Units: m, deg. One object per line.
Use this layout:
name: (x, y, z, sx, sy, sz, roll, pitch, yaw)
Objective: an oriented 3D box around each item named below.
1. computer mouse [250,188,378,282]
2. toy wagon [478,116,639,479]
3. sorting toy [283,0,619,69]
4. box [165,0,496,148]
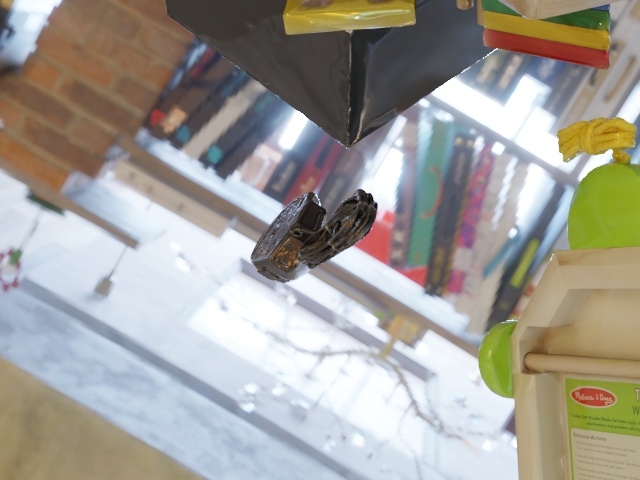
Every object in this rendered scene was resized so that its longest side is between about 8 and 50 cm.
computer mouse: (0.000, 0.000, 0.842, 0.041, 0.071, 0.242, 37, 169, -11)
toy wagon: (0.196, 0.097, 0.701, 0.068, 0.344, 0.267, -2, 178, -27)
sorting toy: (0.107, -0.111, 0.478, 0.275, 0.046, 0.132, -15, -149, -14)
box: (0.050, -0.201, 0.778, 0.184, 0.261, 0.103, 38, 149, 31)
